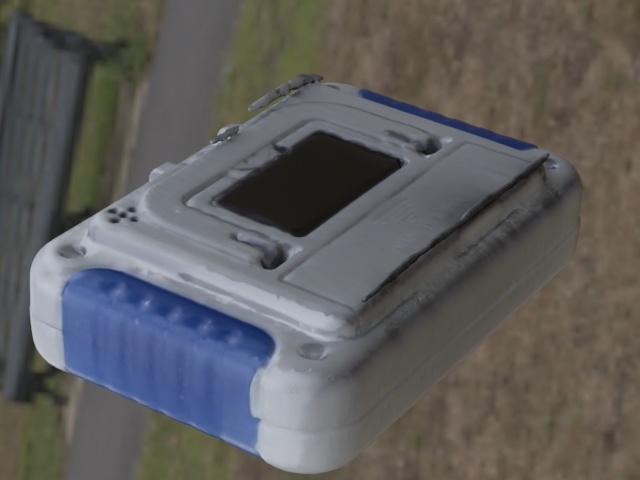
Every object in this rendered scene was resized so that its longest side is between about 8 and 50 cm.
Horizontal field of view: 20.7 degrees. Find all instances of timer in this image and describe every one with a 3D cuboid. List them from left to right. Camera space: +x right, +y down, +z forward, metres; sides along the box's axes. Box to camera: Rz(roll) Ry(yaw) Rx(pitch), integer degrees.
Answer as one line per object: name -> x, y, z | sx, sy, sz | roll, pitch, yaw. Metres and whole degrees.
timer -> 0.000, 0.000, 0.838 | 0.253, 0.178, 0.078 | -38, -40, -47
